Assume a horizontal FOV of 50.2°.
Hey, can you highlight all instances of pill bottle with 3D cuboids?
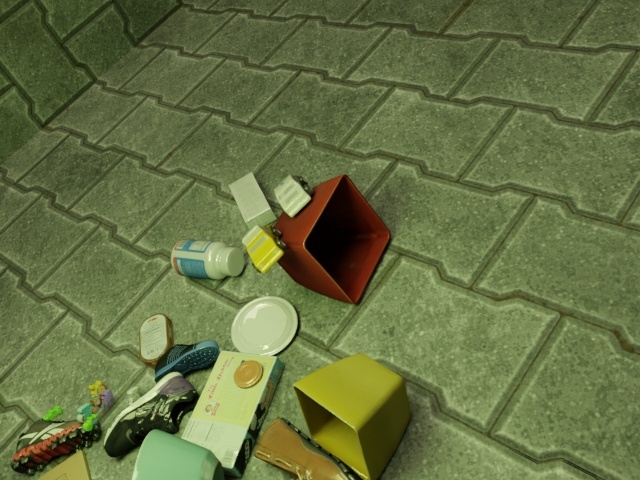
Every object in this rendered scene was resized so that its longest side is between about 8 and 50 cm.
[{"bbox_3d":[-0.358,0.062,2.187,0.221,0.124,0.124,5,53,31],"label":"pill bottle"}]

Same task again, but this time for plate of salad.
[{"bbox_3d":[-0.159,0.250,1.960,0.200,0.048,0.200,-8,54,11],"label":"plate of salad"}]

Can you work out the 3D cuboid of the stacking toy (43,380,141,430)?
[{"bbox_3d":[-0.639,0.471,1.933,0.167,0.052,0.221,1,17,28],"label":"stacking toy"}]

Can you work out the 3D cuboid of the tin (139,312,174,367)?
[{"bbox_3d":[-0.506,0.304,2.103,0.106,0.040,0.189,-21,43,3],"label":"tin"}]

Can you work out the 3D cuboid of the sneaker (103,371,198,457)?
[{"bbox_3d":[-0.457,0.491,1.854,0.283,0.107,0.124,-45,51,-16],"label":"sneaker"}]

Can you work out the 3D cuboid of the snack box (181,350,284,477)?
[{"bbox_3d":[-0.237,0.447,1.805,0.187,0.060,0.322,1,51,28],"label":"snack box"}]

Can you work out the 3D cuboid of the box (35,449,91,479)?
[{"bbox_3d":[-0.693,0.690,1.848,0.164,0.021,0.201,-34,42,-5],"label":"box"}]

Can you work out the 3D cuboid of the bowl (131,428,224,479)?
[{"bbox_3d":[-0.317,0.595,1.568,0.163,0.311,0.311,-1,47,3],"label":"bowl"}]

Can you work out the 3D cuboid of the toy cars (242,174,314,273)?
[{"bbox_3d":[-0.126,-0.069,1.892,0.176,0.087,0.393,-24,32,44],"label":"toy cars"}]

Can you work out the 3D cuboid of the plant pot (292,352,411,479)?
[{"bbox_3d":[0.092,0.392,1.590,0.187,0.212,0.212,-37,41,-26],"label":"plant pot"}]

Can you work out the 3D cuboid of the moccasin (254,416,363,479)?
[{"bbox_3d":[-0.016,0.543,1.542,0.380,0.139,0.147,26,71,39],"label":"moccasin"}]

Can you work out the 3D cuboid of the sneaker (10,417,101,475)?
[{"bbox_3d":[-0.755,0.555,1.951,0.276,0.097,0.135,-26,45,6],"label":"sneaker"}]

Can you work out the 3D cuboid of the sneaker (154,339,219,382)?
[{"bbox_3d":[-0.387,0.328,1.961,0.232,0.081,0.090,-29,41,19],"label":"sneaker"}]

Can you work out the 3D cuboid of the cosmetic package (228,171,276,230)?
[{"bbox_3d":[-0.236,-0.133,2.351,0.099,0.060,0.239,-28,42,-1],"label":"cosmetic package"}]

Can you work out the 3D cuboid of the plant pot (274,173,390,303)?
[{"bbox_3d":[0.000,0.000,1.973,0.236,0.267,0.267,-2,48,44],"label":"plant pot"}]

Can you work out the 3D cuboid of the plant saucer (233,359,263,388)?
[{"bbox_3d":[-0.194,0.354,1.816,0.083,0.013,0.083,-14,43,14],"label":"plant saucer"}]
